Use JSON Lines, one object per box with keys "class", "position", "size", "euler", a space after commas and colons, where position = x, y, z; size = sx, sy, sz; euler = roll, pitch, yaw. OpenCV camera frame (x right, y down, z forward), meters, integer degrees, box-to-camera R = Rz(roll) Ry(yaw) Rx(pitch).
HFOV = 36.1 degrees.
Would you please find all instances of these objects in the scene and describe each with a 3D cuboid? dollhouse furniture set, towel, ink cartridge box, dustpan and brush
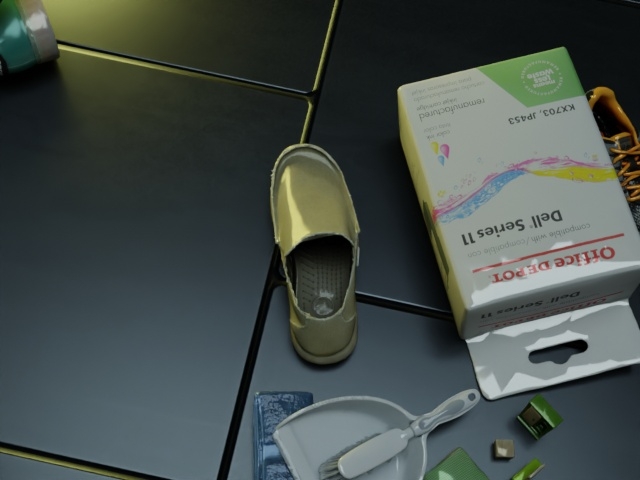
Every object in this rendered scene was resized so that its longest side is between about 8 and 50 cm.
{"class": "dollhouse furniture set", "position": [0.184, 0.230, 1.027], "size": [0.152, 0.058, 0.076], "euler": [-35, 72, -18]}
{"class": "towel", "position": [-0.038, 0.216, 1.034], "size": [0.067, 0.029, 0.119], "euler": [0, 65, -5]}
{"class": "ink cartridge box", "position": [0.228, -0.022, 1.099], "size": [0.207, 0.119, 0.353], "euler": [-14, 67, -1]}
{"class": "dustpan and brush", "position": [0.076, 0.209, 1.024], "size": [0.211, 0.060, 0.147], "euler": [-23, 76, -28]}

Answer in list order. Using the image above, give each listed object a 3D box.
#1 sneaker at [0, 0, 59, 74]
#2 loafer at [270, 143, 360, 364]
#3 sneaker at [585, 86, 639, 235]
{"class": "sneaker", "position": [-0.433, -0.333, 1.211], "size": [0.121, 0.108, 0.302], "euler": [-23, 71, -18]}
{"class": "loafer", "position": [0.000, 0.000, 1.100], "size": [0.102, 0.092, 0.268], "euler": [-7, 66, -7]}
{"class": "sneaker", "position": [0.357, -0.088, 1.172], "size": [0.084, 0.083, 0.215], "euler": [-22, 70, -15]}
